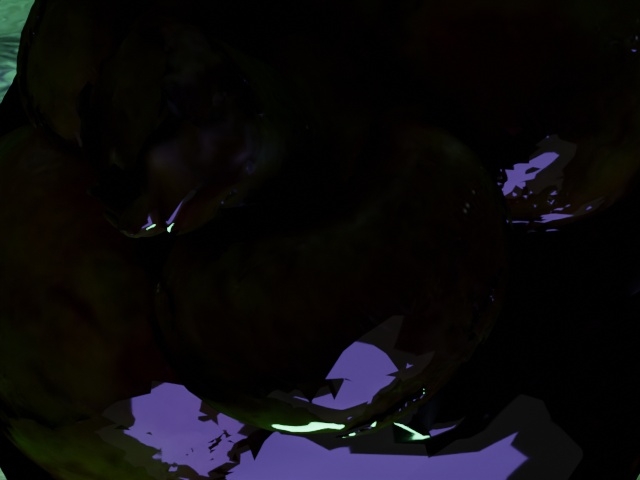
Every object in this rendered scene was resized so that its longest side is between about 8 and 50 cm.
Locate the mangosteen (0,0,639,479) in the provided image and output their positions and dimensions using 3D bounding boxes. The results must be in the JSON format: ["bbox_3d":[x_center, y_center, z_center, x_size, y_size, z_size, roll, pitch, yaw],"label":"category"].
[{"bbox_3d":[0.004,-0.013,0.951,0.381,0.381,0.421,-10,139,-2],"label":"mangosteen"}]
